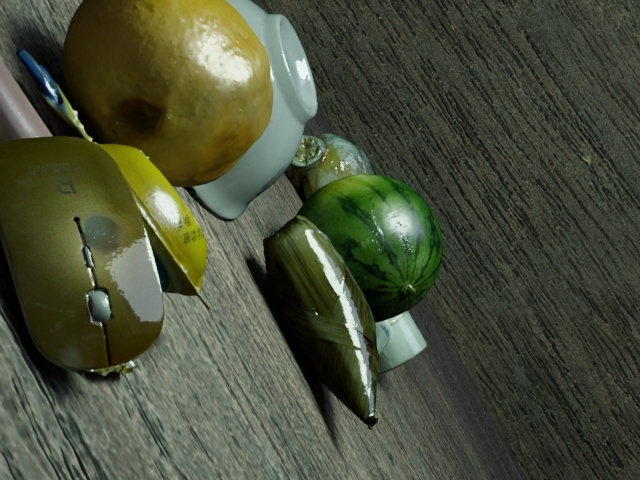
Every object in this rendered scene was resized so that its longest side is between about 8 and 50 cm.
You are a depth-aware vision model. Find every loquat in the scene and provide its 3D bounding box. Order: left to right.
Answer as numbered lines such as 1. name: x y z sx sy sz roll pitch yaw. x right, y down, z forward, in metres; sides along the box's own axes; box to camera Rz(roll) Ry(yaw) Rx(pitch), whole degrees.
1. loquat: -0.156 -0.164 0.957 0.238 0.193 0.238 33 34 -26

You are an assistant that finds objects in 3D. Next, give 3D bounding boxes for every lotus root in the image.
1. lotus root: 0.054 -0.105 1.990 0.349 0.175 0.175 45 18 -56

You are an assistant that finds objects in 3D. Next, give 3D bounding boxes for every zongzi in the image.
1. zongzi: 0.002 0.103 1.231 0.221 0.112 0.242 58 10 -26

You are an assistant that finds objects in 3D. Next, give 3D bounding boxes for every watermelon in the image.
1. watermelon: 0.070 0.013 1.470 0.242 0.242 0.242 58 10 -16

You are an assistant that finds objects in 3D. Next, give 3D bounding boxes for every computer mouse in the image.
1. computer mouse: -0.179 -0.001 0.675 0.102 0.045 0.199 -7 59 -30

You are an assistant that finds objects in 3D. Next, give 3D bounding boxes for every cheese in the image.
1. cheese: -0.175 -0.049 0.819 0.270 0.069 0.177 55 -9 -2

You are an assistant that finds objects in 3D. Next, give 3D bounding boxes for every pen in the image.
1. pen: -0.255 -0.111 0.752 0.197 0.032 0.053 58 8 -1

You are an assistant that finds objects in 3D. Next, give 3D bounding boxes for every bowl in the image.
1. bowl: -0.101 -0.210 1.264 0.345 0.157 0.345 -16 90 -76

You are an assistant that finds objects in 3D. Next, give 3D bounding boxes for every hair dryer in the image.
1. hair dryer: 0.075 0.159 1.551 0.173 0.107 0.357 58 16 -1

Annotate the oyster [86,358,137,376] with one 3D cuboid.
1. oyster: -0.176 0.041 0.723 0.146 0.045 0.122 -104 176 -57
